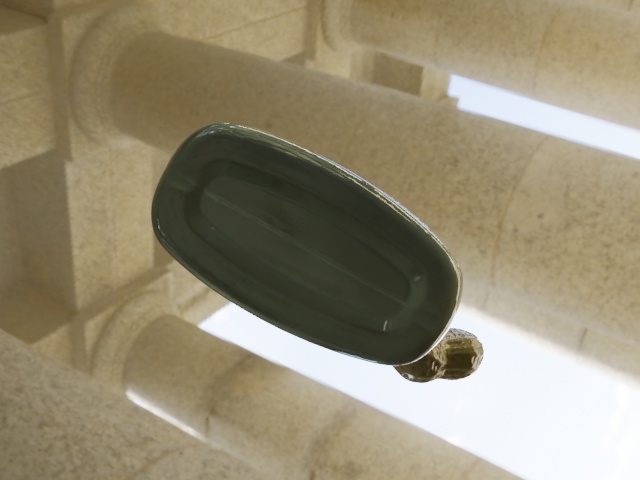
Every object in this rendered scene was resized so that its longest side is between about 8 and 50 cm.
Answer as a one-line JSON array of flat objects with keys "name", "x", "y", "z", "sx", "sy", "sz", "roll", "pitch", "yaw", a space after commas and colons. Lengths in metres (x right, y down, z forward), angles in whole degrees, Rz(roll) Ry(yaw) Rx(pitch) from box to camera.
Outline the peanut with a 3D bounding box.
[{"name": "peanut", "x": 0.196, "y": 0.192, "z": 1.425, "sx": 0.214, "sy": 0.098, "sz": 0.090, "roll": 1, "pitch": -80, "yaw": -41}]

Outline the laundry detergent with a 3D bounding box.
[{"name": "laundry detergent", "x": 0.000, "y": 0.000, "z": 0.622, "sx": 0.105, "sy": 0.214, "sz": 0.280, "roll": -62, "pitch": -3, "yaw": 2}]
